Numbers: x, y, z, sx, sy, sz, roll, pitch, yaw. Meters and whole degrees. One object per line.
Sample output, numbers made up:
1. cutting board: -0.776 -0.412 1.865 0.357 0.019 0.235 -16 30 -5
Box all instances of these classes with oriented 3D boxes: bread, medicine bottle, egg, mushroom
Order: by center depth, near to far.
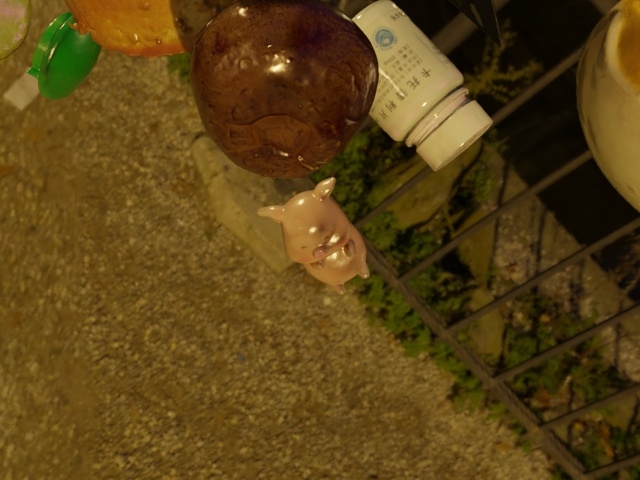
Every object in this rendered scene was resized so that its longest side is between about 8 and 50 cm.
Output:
1. egg: 0.441 -0.129 0.876 0.283 0.283 0.345 -27 83 -48
2. mushroom: -0.036 -0.154 0.879 0.231 0.194 0.138 53 39 -54
3. bread: -0.230 -0.448 1.206 0.204 0.358 0.337 52 26 -64
4. medicine bottle: 0.157 -0.271 1.453 0.293 0.170 0.170 49 42 5

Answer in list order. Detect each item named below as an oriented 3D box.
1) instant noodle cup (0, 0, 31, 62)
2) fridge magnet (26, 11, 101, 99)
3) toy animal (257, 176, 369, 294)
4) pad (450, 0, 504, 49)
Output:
1. instant noodle cup: -0.493 -0.266 0.919 0.264 0.200 0.264 36 41 -39
2. fridge magnet: -0.522 -0.388 1.691 0.088 0.208 0.208 32 43 1
3. toy animal: 0.006 -0.010 1.698 0.154 0.166 0.250 53 -2 44
4. pad: 0.065 -0.267 0.569 0.245 0.006 0.170 61 2 -42
